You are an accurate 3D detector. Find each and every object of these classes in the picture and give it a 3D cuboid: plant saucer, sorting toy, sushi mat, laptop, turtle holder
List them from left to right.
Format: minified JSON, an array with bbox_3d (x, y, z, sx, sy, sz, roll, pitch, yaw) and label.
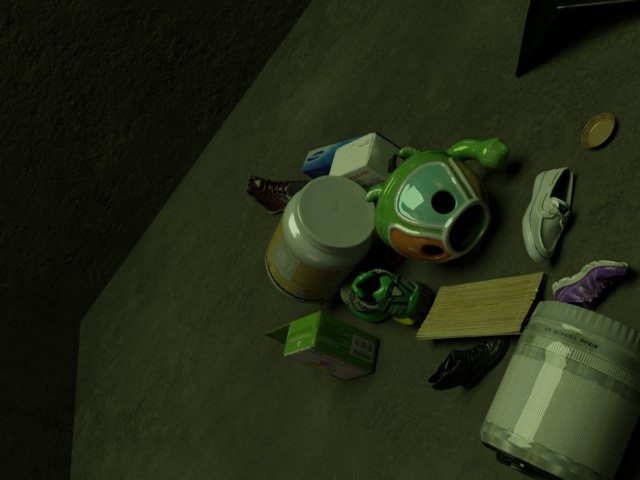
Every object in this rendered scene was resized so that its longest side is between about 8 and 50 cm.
[{"bbox_3d":[0.200,0.016,2.171,0.102,0.061,0.042,-52,-7,2],"label":"sorting toy"},{"bbox_3d":[0.290,-0.085,1.956,0.320,0.243,0.227,-27,36,-23],"label":"turtle holder"},{"bbox_3d":[0.336,0.145,1.804,0.317,0.019,0.151,-14,37,55],"label":"sushi mat"},{"bbox_3d":[0.585,-0.228,1.776,0.083,0.015,0.083,-40,33,33],"label":"plant saucer"},{"bbox_3d":[0.666,-0.622,2.020,0.408,0.236,0.381,2,62,29],"label":"laptop"}]

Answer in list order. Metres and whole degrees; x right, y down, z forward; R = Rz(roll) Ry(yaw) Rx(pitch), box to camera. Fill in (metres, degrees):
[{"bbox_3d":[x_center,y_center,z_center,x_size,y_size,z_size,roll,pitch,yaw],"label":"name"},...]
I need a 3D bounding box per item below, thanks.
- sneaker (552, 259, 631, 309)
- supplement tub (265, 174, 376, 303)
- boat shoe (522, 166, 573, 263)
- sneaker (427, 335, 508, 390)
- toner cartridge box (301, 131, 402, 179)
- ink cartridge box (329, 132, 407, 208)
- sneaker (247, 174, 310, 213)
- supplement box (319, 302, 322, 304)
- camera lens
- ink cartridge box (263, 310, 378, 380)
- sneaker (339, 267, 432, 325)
[{"bbox_3d":[0.508,0.088,1.572,0.170,0.068,0.071,-42,47,48],"label":"sneaker"},{"bbox_3d":[0.000,0.000,2.211,0.331,0.241,0.241,120,165,-59],"label":"supplement tub"},{"bbox_3d":[0.470,-0.062,1.735,0.076,0.083,0.226,-28,40,48],"label":"boat shoe"},{"bbox_3d":[0.300,0.244,1.725,0.170,0.089,0.051,-53,27,14],"label":"sneaker"},{"bbox_3d":[0.107,-0.212,2.419,0.348,0.165,0.075,-6,57,57],"label":"toner cartridge box"},{"bbox_3d":[0.164,-0.160,2.187,0.172,0.237,0.100,-18,49,54],"label":"ink cartridge box"},{"bbox_3d":[-0.156,-0.164,2.823,0.281,0.163,0.106,-16,51,55],"label":"sneaker"},{"bbox_3d":[-0.013,0.136,2.425,0.062,0.036,0.098,-59,27,4],"label":"supplement box"},{"bbox_3d":[0.404,0.262,1.386,0.219,0.219,0.274,11,73,62],"label":"camera lens"},{"bbox_3d":[-0.009,0.278,2.116,0.255,0.189,0.097,-28,43,49],"label":"ink cartridge box"},{"bbox_3d":[0.131,0.116,2.066,0.134,0.146,0.343,-66,20,-13],"label":"sneaker"}]
